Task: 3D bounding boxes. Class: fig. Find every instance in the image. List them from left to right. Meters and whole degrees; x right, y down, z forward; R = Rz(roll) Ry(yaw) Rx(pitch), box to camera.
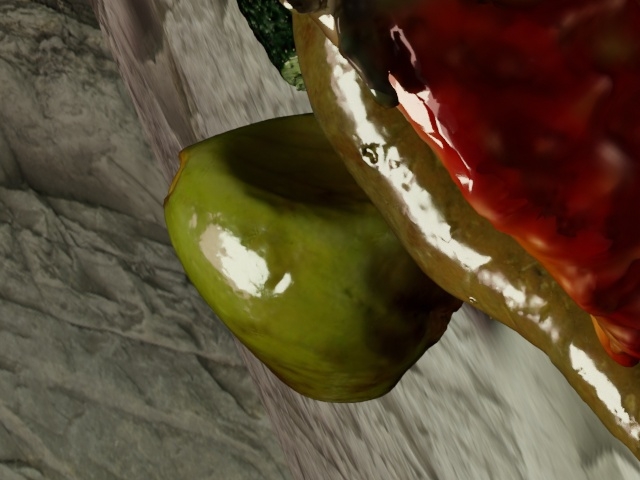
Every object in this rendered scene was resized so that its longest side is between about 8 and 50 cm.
[{"bbox_3d":[0.000,0.000,0.883,0.154,0.165,0.144,-43,27,51],"label":"fig"}]

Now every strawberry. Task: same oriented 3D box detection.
[{"bbox_3d":[0.074,-0.059,0.493,0.190,0.111,0.236,51,-174,35],"label":"strawberry"}]

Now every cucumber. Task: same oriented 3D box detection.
[{"bbox_3d":[-0.033,-0.172,1.033,0.058,0.052,0.215,109,145,-45],"label":"cucumber"}]

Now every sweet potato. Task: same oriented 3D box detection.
[{"bbox_3d":[0.050,-0.050,0.698,0.346,0.079,0.108,64,158,13],"label":"sweet potato"}]
